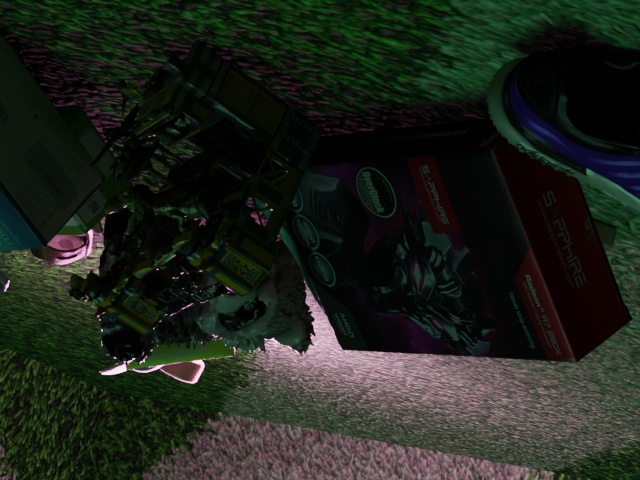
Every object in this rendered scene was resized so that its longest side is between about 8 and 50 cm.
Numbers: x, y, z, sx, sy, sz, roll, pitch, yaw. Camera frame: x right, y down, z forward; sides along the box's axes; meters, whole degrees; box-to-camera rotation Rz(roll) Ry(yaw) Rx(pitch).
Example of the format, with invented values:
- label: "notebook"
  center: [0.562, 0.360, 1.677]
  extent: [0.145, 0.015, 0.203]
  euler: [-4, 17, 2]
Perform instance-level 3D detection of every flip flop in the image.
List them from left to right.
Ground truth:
- label: "flip flop"
  center: [-0.410, 0.001, 2.631]
  extent: [0.112, 0.080, 0.277]
  euler: [17, 167, 0]

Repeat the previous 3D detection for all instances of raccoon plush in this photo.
- label: "raccoon plush"
  center: [-0.145, 0.032, 2.409]
  extent: [0.299, 0.216, 0.446]
  euler: [2, -163, 0]

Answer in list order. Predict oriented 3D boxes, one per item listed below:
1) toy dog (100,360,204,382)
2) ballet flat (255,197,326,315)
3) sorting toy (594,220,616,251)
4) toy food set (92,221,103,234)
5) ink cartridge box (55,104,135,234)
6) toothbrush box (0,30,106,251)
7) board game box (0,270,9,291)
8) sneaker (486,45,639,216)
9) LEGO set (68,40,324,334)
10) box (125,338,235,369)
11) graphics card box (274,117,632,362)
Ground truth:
- label: "toy dog"
  center: [-0.271, 0.134, 2.738]
  extent: [0.161, 0.220, 0.334]
  euler: [24, 166, 11]
- label: "ballet flat"
  center: [0.000, 0.000, 1.962]
  extent: [0.247, 0.083, 0.087]
  euler: [58, 180, -5]
- label: "sorting toy"
  center: [0.170, 0.010, 1.959]
  extent: [0.257, 0.089, 0.255]
  euler: [18, 167, -9]
- label: "toy food set"
  center: [-0.363, -0.092, 2.278]
  extent: [0.192, 0.038, 0.132]
  euler: [35, 163, 7]
- label: "ink cartridge box"
  center: [-0.368, -0.132, 2.051]
  extent: [0.189, 0.097, 0.255]
  euler: [0, 128, 50]
- label: "toothbrush box"
  center: [-0.422, -0.101, 1.925]
  extent: [0.295, 0.126, 0.216]
  euler: [-3, 129, 46]
- label: "board game box"
  center: [-0.601, -0.059, 1.939]
  extent: [0.390, 0.050, 0.390]
  euler: [2, 142, 39]
- label: "sneaker"
  center: [0.293, -0.083, 1.414]
  extent: [0.293, 0.102, 0.146]
  euler: [20, 165, -12]
- label: "LEGO set"
  center: [-0.166, -0.057, 1.740]
  extent: [0.192, 0.255, 0.331]
  euler: [34, 159, -21]
- label: "box"
  center: [-0.213, 0.143, 2.458]
  extent: [0.178, 0.042, 0.109]
  euler: [-7, -163, 1]
- label: "graphics card box"
  center: [0.119, 0.000, 1.725]
  extent: [0.371, 0.094, 0.233]
  euler: [0, 119, 53]
